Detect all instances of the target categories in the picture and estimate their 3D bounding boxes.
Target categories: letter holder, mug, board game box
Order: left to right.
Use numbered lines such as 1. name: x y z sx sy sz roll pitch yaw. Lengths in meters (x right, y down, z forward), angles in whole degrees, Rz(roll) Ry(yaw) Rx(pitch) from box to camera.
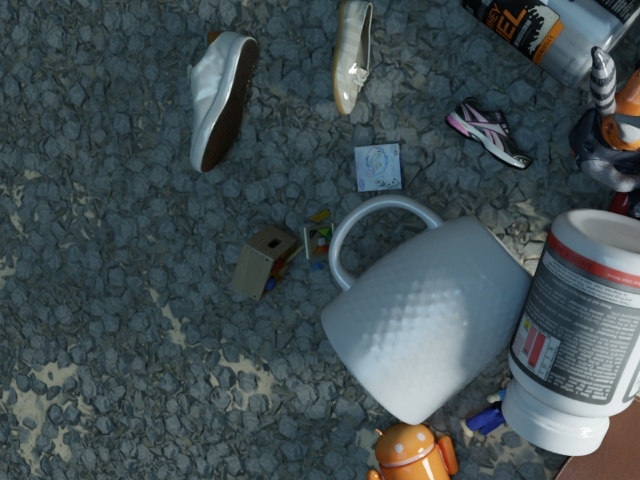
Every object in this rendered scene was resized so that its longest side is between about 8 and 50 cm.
1. board game box: 0.115 -0.144 1.459 0.090 0.020 0.090 -2 99 19
2. mug: 0.178 0.087 1.337 0.328 0.276 0.374 -43 91 11
3. letter holder: 0.552 0.419 1.336 0.214 0.152 0.301 33 108 13

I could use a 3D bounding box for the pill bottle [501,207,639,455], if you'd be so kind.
1. pill bottle: 0.424 0.149 1.187 0.210 0.210 0.362 19 114 15

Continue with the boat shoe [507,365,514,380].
1. boat shoe: 0.388 0.213 1.415 0.046 0.038 0.125 22 106 15

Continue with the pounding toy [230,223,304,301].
1. pounding toy: -0.094 0.038 1.516 0.100 0.141 0.130 29 122 13

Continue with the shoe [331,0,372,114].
1. shoe: 0.063 -0.350 1.412 0.058 0.076 0.218 8 100 23

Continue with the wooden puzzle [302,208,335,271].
1. wooden puzzle: 0.000 0.000 1.504 0.014 0.079 0.116 8 113 60

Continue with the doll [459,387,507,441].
1. doll: 0.357 0.316 1.417 0.189 0.129 0.046 -43 39 24

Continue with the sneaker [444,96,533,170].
1. sneaker: 0.319 -0.200 1.354 0.178 0.072 0.077 37 98 4

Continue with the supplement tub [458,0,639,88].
1. supplement tub: 0.363 -0.418 1.231 0.316 0.193 0.193 42 110 11

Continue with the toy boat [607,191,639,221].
1. toy boat: 0.567 -0.031 1.250 0.151 0.151 0.231 25 106 14

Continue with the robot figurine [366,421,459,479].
1. robot figurine: 0.185 0.461 1.481 0.158 0.128 0.219 -20 92 28

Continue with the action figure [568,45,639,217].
1. action figure: 0.482 -0.229 1.181 0.179 0.330 0.341 10 72 7

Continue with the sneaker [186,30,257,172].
1. sneaker: -0.226 -0.287 1.519 0.123 0.106 0.290 22 96 21
